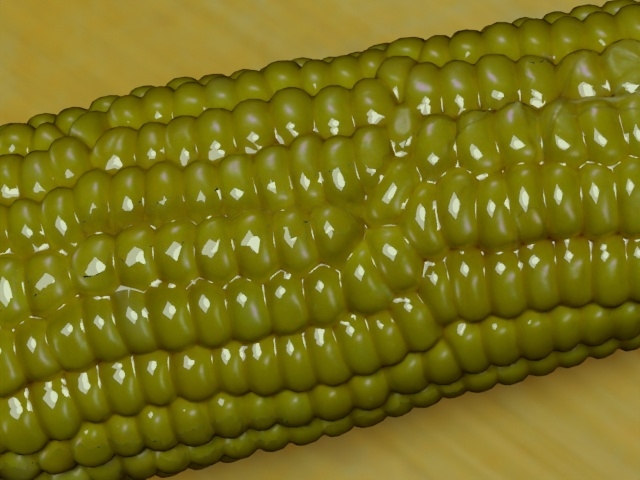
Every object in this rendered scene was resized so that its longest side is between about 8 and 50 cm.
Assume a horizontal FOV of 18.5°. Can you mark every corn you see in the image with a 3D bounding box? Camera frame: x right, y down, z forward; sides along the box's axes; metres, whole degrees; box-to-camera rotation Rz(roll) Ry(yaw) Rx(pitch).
[{"bbox_3d":[0.000,0.000,0.522,0.305,0.106,0.106,-14,79,9],"label":"corn"}]
